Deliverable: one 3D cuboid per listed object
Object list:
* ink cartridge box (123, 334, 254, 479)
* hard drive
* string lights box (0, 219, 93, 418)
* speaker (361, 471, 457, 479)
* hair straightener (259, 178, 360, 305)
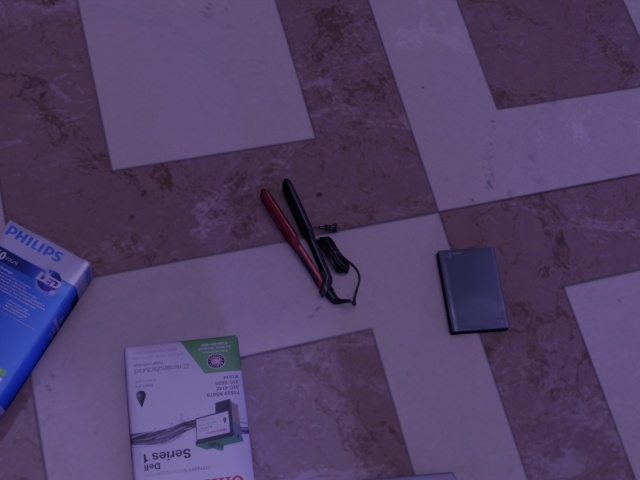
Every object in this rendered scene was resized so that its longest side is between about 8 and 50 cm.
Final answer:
[{"bbox_3d":[-0.180,0.253,1.188,0.160,0.092,0.219,-5,69,-12],"label":"ink cartridge box"},{"bbox_3d":[0.239,0.079,1.374,0.094,0.022,0.135,-3,69,-12],"label":"hard drive"},{"bbox_3d":[-0.441,0.116,1.203,0.133,0.077,0.259,29,66,1],"label":"string lights box"},{"bbox_3d":[0.125,0.358,1.224,0.136,0.055,0.055,-1,69,-12],"label":"speaker"},{"bbox_3d":[0.000,0.000,1.347,0.089,0.047,0.230,-29,76,-19],"label":"hair straightener"}]
